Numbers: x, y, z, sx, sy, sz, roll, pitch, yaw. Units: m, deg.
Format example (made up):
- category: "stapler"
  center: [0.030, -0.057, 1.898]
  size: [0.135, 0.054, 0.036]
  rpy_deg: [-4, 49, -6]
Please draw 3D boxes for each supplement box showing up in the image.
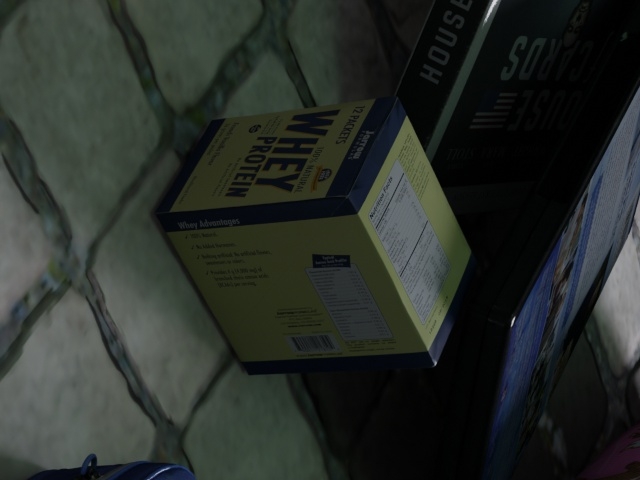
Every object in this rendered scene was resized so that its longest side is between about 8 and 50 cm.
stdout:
- category: "supplement box"
  center: [0.000, 0.000, 0.695]
  size: [0.083, 0.083, 0.056]
  rpy_deg: [63, 37, -33]

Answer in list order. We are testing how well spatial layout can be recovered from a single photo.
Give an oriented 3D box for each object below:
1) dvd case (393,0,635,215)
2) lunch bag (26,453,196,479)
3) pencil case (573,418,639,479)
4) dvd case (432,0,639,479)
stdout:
- category: "dvd case"
  center: [0.110, -0.122, 0.834]
  size: [0.179, 0.029, 0.238]
  rpy_deg: [-7, 123, -58]
- category: "lunch bag"
  center: [-0.065, 0.113, 0.588]
  size: [0.067, 0.065, 0.098]
  rpy_deg: [-33, 114, -56]
- category: "pencil case"
  center: [0.172, 0.170, 0.885]
  size: [0.386, 0.160, 0.167]
  rpy_deg: [-23, 85, -58]
- category: "dvd case"
  center: [0.107, 0.009, 0.837]
  size: [0.180, 0.022, 0.253]
  rpy_deg: [95, 21, -45]
